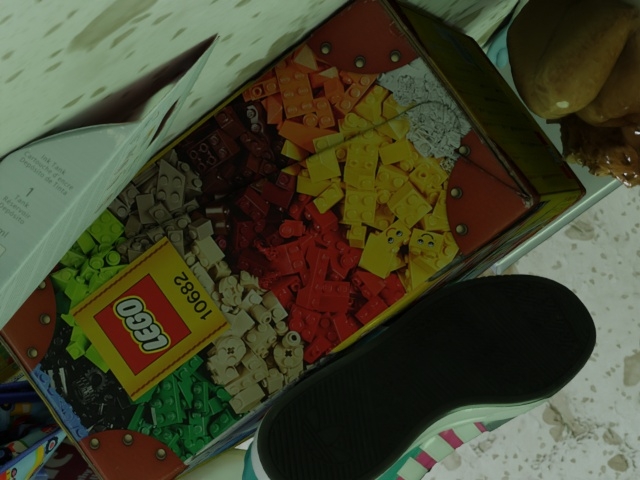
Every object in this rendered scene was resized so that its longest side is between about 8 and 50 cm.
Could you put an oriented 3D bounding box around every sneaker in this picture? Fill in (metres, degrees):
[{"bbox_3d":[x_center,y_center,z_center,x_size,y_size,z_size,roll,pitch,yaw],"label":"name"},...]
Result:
[{"bbox_3d":[0.059,0.138,1.366,0.295,0.123,0.178,-24,163,-28],"label":"sneaker"}]

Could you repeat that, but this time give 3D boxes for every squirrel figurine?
[{"bbox_3d":[0.336,-0.100,1.504,0.281,0.370,0.397,-33,-156,6],"label":"squirrel figurine"}]

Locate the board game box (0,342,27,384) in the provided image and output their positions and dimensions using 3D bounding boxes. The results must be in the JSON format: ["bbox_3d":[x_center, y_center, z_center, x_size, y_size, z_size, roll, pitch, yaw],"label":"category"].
[{"bbox_3d":[-0.297,0.127,1.539,0.170,0.048,0.141,-36,172,3],"label":"board game box"}]

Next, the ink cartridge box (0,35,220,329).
[{"bbox_3d":[-0.169,-0.025,1.141,0.232,0.066,0.189,-57,-176,-26],"label":"ink cartridge box"}]

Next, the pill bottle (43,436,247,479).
[{"bbox_3d":[-0.216,0.284,1.720,0.392,0.224,0.224,2,-157,41],"label":"pill bottle"}]

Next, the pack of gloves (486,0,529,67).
[{"bbox_3d":[0.276,-0.214,1.834,0.195,0.046,0.232,-12,167,-13],"label":"pack of gloves"}]

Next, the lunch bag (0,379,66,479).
[{"bbox_3d":[-0.309,0.215,1.409,0.293,0.138,0.221,-18,151,-53],"label":"lunch bag"}]

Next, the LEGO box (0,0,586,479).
[{"bbox_3d":[0.000,0.000,1.524,0.372,0.193,0.500,-38,174,12],"label":"LEGO box"}]

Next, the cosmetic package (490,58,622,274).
[{"bbox_3d":[0.285,-0.145,2.045,0.365,0.197,0.155,-37,174,1],"label":"cosmetic package"}]
